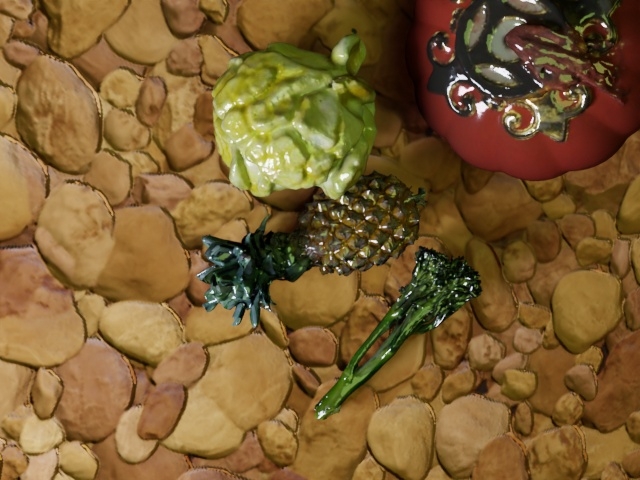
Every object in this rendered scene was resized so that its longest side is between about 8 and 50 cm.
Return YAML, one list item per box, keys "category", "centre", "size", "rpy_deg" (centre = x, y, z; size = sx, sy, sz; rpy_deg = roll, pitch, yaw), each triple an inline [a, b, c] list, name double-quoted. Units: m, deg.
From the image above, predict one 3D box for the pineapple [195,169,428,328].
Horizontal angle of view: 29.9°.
- category: "pineapple"
  centre: [0.000, 0.001, 1.031]
  size: [0.221, 0.103, 0.083]
  rpy_deg: [-23, 108, -19]

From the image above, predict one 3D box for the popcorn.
- category: "popcorn"
  centre: [-0.023, -0.100, 0.987]
  size: [0.136, 0.141, 0.162]
  rpy_deg: [30, 126, -27]

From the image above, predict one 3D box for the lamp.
- category: "lamp"
  centre: [0.181, -0.163, 1.017]
  size: [0.227, 0.227, 0.226]
  rpy_deg: [-4, 101, -23]

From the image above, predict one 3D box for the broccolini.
- category: "broccolini"
  centre: [0.062, 0.085, 1.115]
  size: [0.201, 0.058, 0.074]
  rpy_deg: [-43, 99, 6]
